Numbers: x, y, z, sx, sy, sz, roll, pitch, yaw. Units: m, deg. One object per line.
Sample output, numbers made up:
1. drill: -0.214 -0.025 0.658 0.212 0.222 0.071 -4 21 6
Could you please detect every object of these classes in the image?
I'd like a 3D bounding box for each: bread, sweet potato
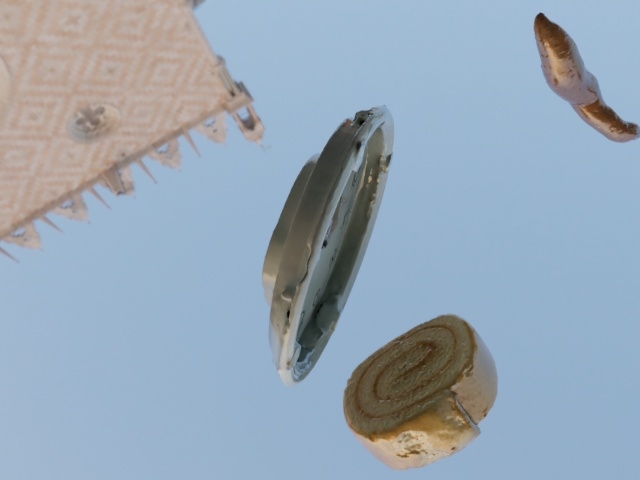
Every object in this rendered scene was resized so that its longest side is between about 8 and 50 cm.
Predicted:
1. bread: 0.098 0.148 0.777 0.149 0.073 0.122 -32 -148 11
2. sweet potato: 0.228 -0.134 0.721 0.044 0.179 0.044 -27 -137 29

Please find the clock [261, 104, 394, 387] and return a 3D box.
1. clock: 0.000 0.000 0.664 0.053 0.236 0.236 21 -108 11
